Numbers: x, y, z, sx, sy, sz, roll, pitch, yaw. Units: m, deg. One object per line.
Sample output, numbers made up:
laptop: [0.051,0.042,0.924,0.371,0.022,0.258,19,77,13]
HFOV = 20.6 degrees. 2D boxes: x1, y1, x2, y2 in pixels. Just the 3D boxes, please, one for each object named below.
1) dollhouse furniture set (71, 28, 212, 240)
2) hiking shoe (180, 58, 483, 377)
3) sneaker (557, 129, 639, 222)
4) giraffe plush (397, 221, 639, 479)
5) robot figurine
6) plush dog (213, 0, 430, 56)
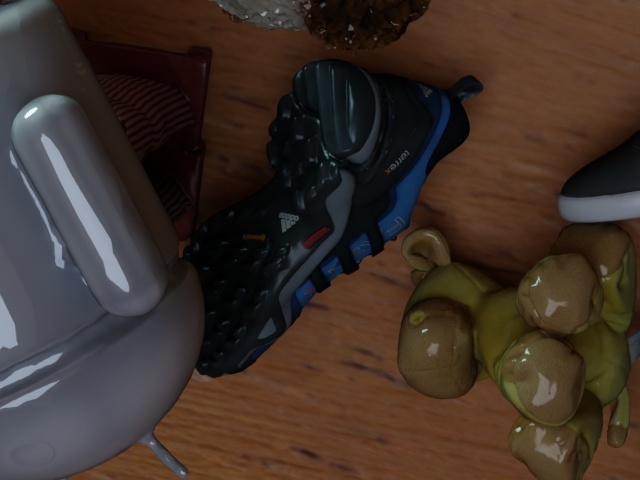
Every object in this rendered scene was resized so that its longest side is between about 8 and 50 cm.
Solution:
dollhouse furniture set: [-0.285,-0.064,1.258,0.374,0.201,0.152,8,112,9]
hiking shoe: [0.000,0.000,1.272,0.132,0.113,0.304,2,142,-35]
sneaker: [0.278,-0.120,1.183,0.295,0.104,0.147,-23,103,12]
giraffe plush: [0.128,0.065,1.251,0.170,0.210,0.181,10,96,25]
robot figurine: [-0.196,-0.005,1.042,0.300,0.199,0.353,-5,115,56]
plush dog: [-0.032,-0.211,1.137,0.262,0.225,0.211,35,113,-3]
